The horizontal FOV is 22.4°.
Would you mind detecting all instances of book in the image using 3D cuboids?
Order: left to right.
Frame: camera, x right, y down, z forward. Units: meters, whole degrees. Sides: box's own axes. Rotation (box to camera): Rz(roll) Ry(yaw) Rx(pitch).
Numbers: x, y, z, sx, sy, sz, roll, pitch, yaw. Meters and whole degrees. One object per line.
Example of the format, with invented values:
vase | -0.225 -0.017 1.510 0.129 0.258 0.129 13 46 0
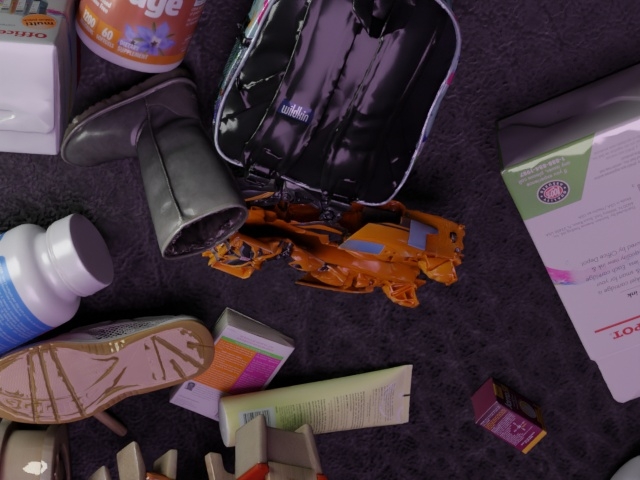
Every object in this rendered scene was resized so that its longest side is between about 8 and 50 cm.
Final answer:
book | -0.108 0.159 1.967 0.096 0.035 0.144 25 119 -21

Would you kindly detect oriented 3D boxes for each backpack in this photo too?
backpack | 0.022 -0.188 1.651 0.225 0.191 0.253 18 123 -12

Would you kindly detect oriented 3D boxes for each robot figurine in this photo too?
robot figurine | 0.000 0.000 1.786 0.291 0.085 0.211 10 159 -17

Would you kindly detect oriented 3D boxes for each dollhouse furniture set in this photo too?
dollhouse furniture set | -0.109 0.324 1.931 0.262 0.135 0.259 16 141 -33

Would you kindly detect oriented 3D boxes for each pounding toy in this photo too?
pounding toy | -0.319 0.289 1.975 0.155 0.154 0.269 1 123 -1

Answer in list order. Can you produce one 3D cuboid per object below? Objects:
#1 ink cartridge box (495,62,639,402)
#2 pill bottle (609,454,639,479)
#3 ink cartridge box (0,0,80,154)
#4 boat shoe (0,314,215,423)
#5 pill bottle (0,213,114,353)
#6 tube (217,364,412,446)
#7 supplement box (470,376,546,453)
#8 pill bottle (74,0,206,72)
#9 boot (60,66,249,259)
ink cartridge box | 0.356 -0.004 1.815 0.207 0.119 0.353 -21 120 14
pill bottle | 0.521 0.410 2.043 0.334 0.188 0.188 23 119 -15
ink cartridge box | -0.320 -0.185 1.657 0.128 0.176 0.127 3 123 -3
boat shoe | -0.263 0.146 1.905 0.277 0.096 0.098 -11 103 -6
pill bottle | -0.353 0.056 1.843 0.221 0.124 0.124 -25 120 16
tube | -0.004 0.206 1.978 0.240 0.062 0.070 -8 166 -12
supplement box | 0.232 0.216 1.994 0.083 0.055 0.043 32 116 -20
pill bottle | -0.161 -0.288 1.627 0.121 0.121 0.216 18 120 -12
boot | -0.180 -0.065 1.716 0.190 0.208 0.076 -31 151 19
